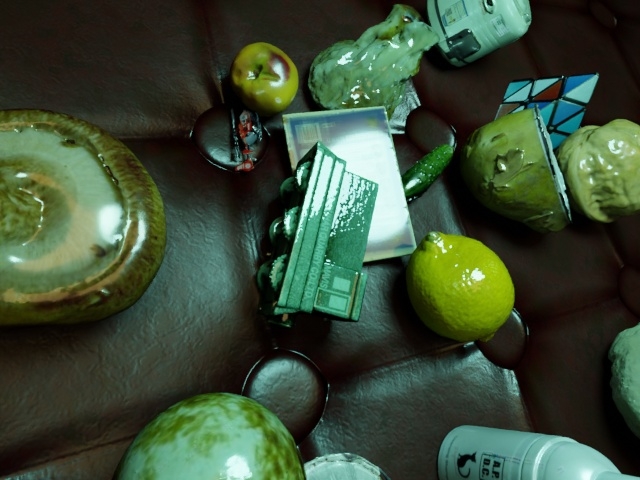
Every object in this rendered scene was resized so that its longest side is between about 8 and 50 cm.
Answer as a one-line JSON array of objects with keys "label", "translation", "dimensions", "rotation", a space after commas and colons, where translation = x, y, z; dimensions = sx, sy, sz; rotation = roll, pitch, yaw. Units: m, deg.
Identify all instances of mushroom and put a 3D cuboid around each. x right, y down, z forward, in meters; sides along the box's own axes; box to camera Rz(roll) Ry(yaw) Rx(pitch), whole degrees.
[{"label": "mushroom", "translation": [-0.373, -0.024, 0.524], "dimensions": [0.345, 0.259, 0.345], "rotation": [7, 70, -19]}]

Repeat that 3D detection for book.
[{"label": "book", "translation": [0.059, -0.112, 0.824], "dimensions": [0.228, 0.018, 0.322], "rotation": [-8, 82, -13]}]

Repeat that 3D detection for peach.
[{"label": "peach", "translation": [-0.108, -0.319, 0.814], "dimensions": [0.138, 0.138, 0.138], "rotation": [7, 69, -19]}]

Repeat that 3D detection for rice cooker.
[{"label": "rice cooker", "translation": [0.396, -0.577, 1.045], "dimensions": [0.226, 0.244, 0.226], "rotation": [16, 68, -46]}]

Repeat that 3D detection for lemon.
[{"label": "lemon", "translation": [0.261, 0.088, 0.776], "dimensions": [0.187, 0.187, 0.244], "rotation": [-40, 99, -28]}]

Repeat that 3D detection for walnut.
[{"label": "walnut", "translation": [0.712, -0.163, 1.017], "dimensions": [0.257, 0.224, 0.257], "rotation": [0, 91, -29]}]

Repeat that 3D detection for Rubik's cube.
[{"label": "Rubik's cube", "translation": [0.621, -0.323, 1.039], "dimensions": [0.250, 0.234, 0.284], "rotation": [39, 61, -5]}]

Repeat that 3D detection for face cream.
[{"label": "face cream", "translation": [0.342, 0.362, 0.600], "dimensions": [0.145, 0.370, 0.145], "rotation": [8, 67, -19]}]

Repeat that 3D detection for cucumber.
[{"label": "cucumber", "translation": [0.243, -0.160, 0.926], "dimensions": [0.069, 0.069, 0.227], "rotation": [47, 60, 0]}]

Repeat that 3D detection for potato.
[{"label": "potato", "translation": [0.445, -0.148, 0.944], "dimensions": [0.299, 0.196, 0.246], "rotation": [48, 43, -31]}]

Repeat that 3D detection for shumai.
[{"label": "shumai", "translation": [0.112, -0.383, 0.882], "dimensions": [0.222, 0.203, 0.272], "rotation": [41, 66, -2]}]

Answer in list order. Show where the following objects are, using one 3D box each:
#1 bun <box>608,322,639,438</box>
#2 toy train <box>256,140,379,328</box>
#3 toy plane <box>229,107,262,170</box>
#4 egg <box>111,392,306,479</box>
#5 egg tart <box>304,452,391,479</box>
[{"label": "bun", "translation": [0.803, 0.341, 0.886], "dimensions": [0.360, 0.211, 0.359], "rotation": [3, 67, -8]}, {"label": "toy train", "translation": [0.000, 0.000, 0.720], "dimensions": [0.178, 0.138, 0.330], "rotation": [19, 74, -17]}, {"label": "toy plane", "translation": [-0.146, -0.203, 0.802], "dimensions": [0.060, 0.037, 0.145], "rotation": [-7, 75, -1]}, {"label": "egg", "translation": [-0.132, 0.339, 0.504], "dimensions": [0.238, 0.238, 0.289], "rotation": [-8, 97, -24]}, {"label": "egg tart", "translation": [0.030, 0.447, 0.605], "dimensions": [0.234, 0.094, 0.234], "rotation": [6, 71, -17]}]
